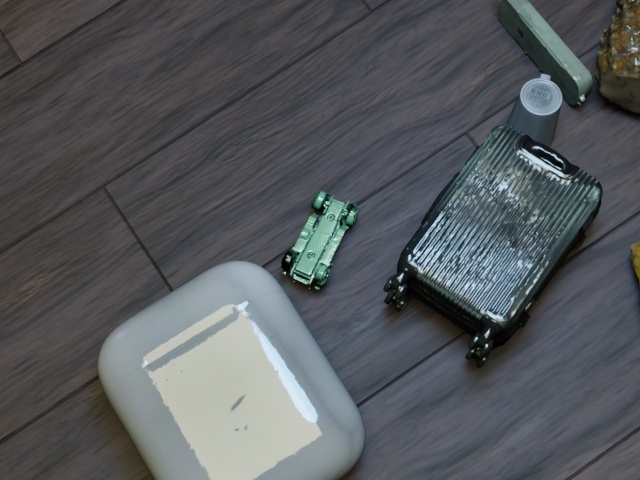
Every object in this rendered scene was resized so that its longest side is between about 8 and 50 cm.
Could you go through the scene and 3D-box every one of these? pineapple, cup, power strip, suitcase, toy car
[{"bbox_3d":[0.508,-0.347,1.886,0.141,0.170,0.310,25,69,-17],"label":"pineapple"},{"bbox_3d":[0.319,-0.196,1.873,0.074,0.116,0.104,16,67,7],"label":"cup"},{"bbox_3d":[0.333,-0.296,1.917,0.029,0.080,0.227,-33,73,-10],"label":"power strip"},{"bbox_3d":[0.245,0.003,1.803,0.202,0.128,0.312,34,78,13],"label":"suitcase"},{"bbox_3d":[0.000,0.000,1.862,0.073,0.054,0.143,22,71,9],"label":"toy car"}]

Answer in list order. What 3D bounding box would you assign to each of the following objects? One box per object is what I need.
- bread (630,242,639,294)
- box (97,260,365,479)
[{"bbox_3d":[0.485,0.063,1.806,0.074,0.053,0.132,-7,74,2],"label":"bread"},{"bbox_3d":[-0.124,0.219,1.756,0.288,0.141,0.349,-32,74,-5],"label":"box"}]
